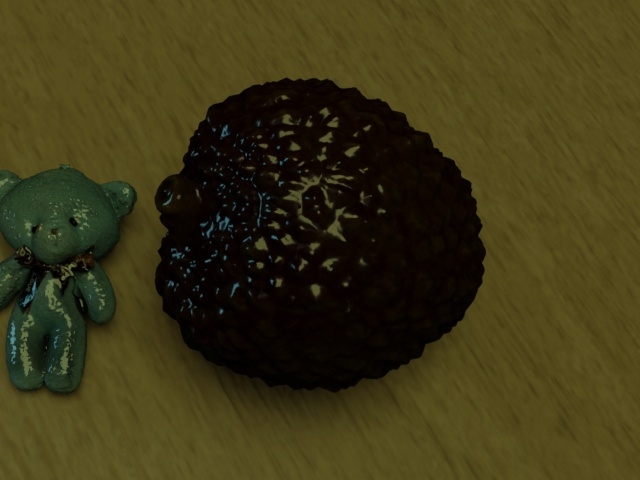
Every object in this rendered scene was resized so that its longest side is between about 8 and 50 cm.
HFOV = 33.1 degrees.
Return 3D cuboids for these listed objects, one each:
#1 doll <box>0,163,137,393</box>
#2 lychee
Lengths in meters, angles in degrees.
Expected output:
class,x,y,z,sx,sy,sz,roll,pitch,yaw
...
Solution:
class,x,y,z,sx,sy,sz,roll,pitch,yaw
doll,-0.208,0.023,0.830,0.120,0.075,0.180,5,65,-7
lychee,0.000,0.000,0.812,0.271,0.236,0.236,21,62,-26
